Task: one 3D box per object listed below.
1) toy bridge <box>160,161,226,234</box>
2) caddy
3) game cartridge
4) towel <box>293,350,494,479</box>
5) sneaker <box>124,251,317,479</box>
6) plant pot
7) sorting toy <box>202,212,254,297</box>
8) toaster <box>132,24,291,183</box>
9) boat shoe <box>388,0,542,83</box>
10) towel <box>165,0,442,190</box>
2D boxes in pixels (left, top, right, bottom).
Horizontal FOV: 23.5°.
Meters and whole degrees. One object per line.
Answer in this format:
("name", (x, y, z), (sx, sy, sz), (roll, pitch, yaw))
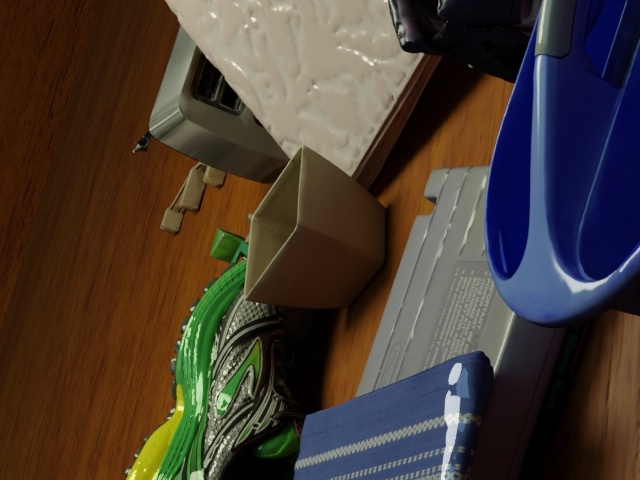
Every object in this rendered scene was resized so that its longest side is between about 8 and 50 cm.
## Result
("toy bridge", (-0.170, -0.069, 2.072), (0.188, 0.026, 0.063), (-40, 31, 57))
("caddy", (0.196, -0.106, 0.795), (0.241, 0.179, 0.341), (-5, 66, 71))
("game cartridge", (0.086, 0.119, 1.061), (0.230, 0.068, 0.355), (6, 76, 67))
("towel", (0.023, 0.247, 0.969), (0.243, 0.040, 0.336), (-32, 42, 60))
("sneaker", (-0.055, 0.156, 1.379), (0.146, 0.134, 0.343), (-2, 54, 31))
("plant pot", (0.000, 0.000, 1.381), (0.109, 0.096, 0.109), (-53, 22, 40))
("sorting toy", (-0.098, 0.069, 1.670), (0.196, 0.047, 0.347), (-68, 18, 2))
("toaster", (-0.092, -0.161, 1.714), (0.110, 0.168, 0.186), (-25, 46, 64))
("boat shoe", (0.123, -0.271, 1.105), (0.127, 0.158, 0.340), (-37, 51, 52))
("towel", (-0.021, -0.235, 1.398), (0.332, 0.053, 0.317), (52, 143, 16))
